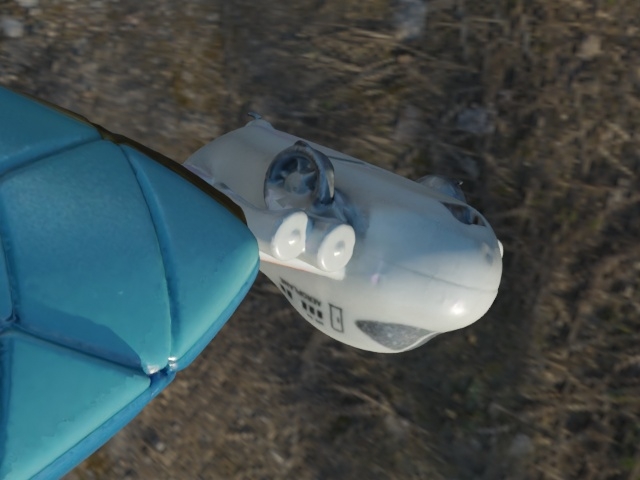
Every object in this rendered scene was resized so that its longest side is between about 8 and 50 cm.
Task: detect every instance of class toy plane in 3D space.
[{"bbox_3d":[0.001,-0.004,1.045,0.252,0.252,0.118,12,97,-24],"label":"toy plane"}]

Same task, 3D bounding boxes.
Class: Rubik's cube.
[{"bbox_3d":[-0.183,0.027,0.657,0.254,0.254,0.254,-4,100,-22],"label":"Rubik's cube"}]
